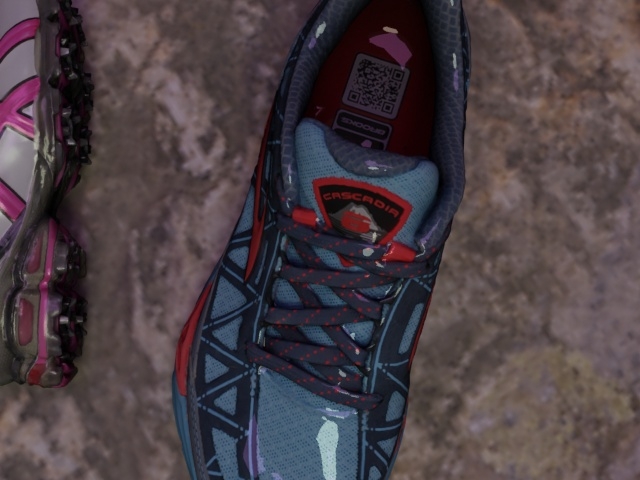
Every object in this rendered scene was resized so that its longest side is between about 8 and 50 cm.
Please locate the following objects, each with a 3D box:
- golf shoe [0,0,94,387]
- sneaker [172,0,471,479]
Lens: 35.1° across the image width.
[{"bbox_3d":[-0.141,-0.031,0.428,0.085,0.067,0.186,2,79,-2],"label":"golf shoe"},{"bbox_3d":[0.000,0.000,0.401,0.104,0.125,0.262,11,78,-1],"label":"sneaker"}]
